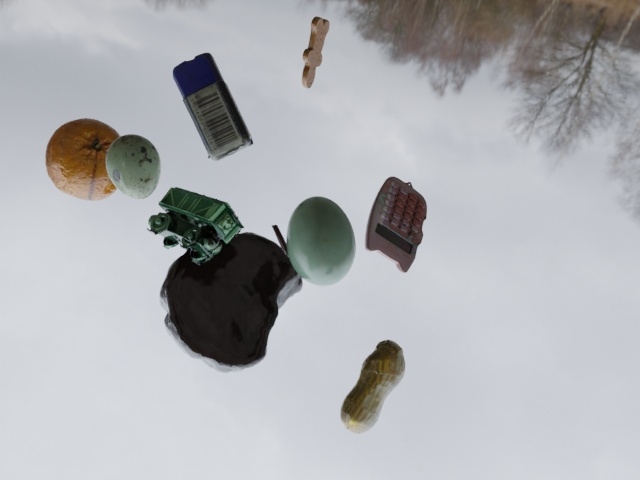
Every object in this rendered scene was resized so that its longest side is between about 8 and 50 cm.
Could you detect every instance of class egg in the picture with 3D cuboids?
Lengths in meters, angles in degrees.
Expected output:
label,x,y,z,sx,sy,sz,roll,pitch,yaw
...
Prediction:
label,x,y,z,sx,sy,sz,roll,pitch,yaw
egg,0.000,0.000,1.378,0.168,0.168,0.230,1,-115,-24
egg,-0.299,-0.118,0.906,0.085,0.110,0.085,-17,170,-3

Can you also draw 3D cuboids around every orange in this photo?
label,x,y,z,sx,sy,sz,roll,pitch,yaw
orange,-0.540,-0.189,1.315,0.194,0.193,0.161,1,175,-23

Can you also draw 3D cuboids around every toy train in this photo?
label,x,y,z,sx,sy,sz,roll,pitch,yaw
toy train,-0.330,-0.038,1.453,0.270,0.115,0.154,17,-121,39

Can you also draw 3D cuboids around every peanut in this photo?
label,x,y,z,sx,sy,sz,roll,pitch,yaw
peanut,0.112,0.306,1.177,0.087,0.206,0.087,29,176,2

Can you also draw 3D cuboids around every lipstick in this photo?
label,x,y,z,sx,sy,sz,roll,pitch,yaw
lipstick,-0.128,0.020,1.977,0.027,0.027,0.176,-11,-113,-40

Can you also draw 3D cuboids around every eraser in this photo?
label,x,y,z,sx,sy,sz,roll,pitch,yaw
eraser,-0.356,-0.433,1.857,0.155,0.331,0.101,-25,-177,4

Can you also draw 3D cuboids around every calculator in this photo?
label,x,y,z,sx,sy,sz,roll,pitch,yaw
calculator,0.258,-0.063,1.897,0.220,0.048,0.329,32,-118,-19

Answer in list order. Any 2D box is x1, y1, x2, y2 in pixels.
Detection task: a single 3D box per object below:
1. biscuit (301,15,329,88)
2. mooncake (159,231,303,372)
label,x,y,z,sx,sy,sz,roll,pitch,yaw
biscuit,-0.029,-0.674,2.028,0.036,0.249,0.165,19,-163,15
mooncake,-0.256,0.159,1.554,0.351,0.212,0.381,42,-117,-1
